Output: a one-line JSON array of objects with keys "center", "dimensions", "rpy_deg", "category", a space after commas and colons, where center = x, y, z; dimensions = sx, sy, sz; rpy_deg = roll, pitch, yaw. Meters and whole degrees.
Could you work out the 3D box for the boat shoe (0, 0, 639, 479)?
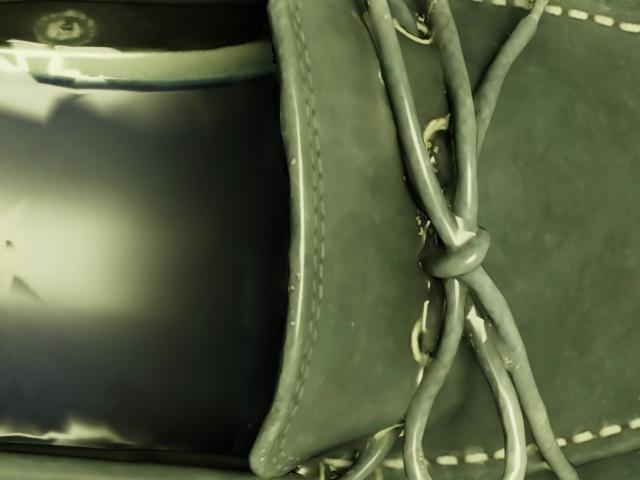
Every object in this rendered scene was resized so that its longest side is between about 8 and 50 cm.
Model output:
[{"center": [0.000, 0.000, 0.572], "dimensions": [0.500, 0.156, 0.187], "rpy_deg": [1, 89, -17], "category": "boat shoe"}]
